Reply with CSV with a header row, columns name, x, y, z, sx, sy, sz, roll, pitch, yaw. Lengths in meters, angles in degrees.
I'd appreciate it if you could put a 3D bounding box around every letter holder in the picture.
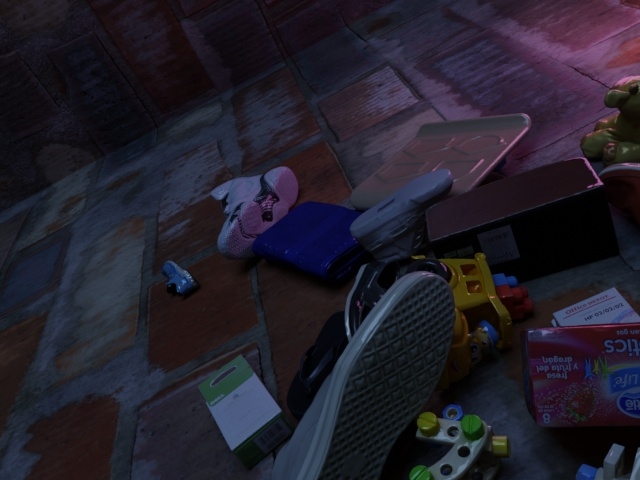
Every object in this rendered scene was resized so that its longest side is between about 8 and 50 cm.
name,x,y,z,sx,sy,sz,roll,pitch,yaw
letter holder,0.365,-0.047,1.154,0.302,0.152,0.214,-19,32,17

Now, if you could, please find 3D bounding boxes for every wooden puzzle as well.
name,x,y,z,sx,sy,sz,roll,pitch,yaw
wooden puzzle,0.285,-0.167,1.422,0.322,0.080,0.348,4,41,46

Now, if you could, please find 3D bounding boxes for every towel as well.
name,x,y,z,sx,sy,sz,roll,pitch,yaw
towel,0.000,0.000,1.459,0.228,0.076,0.308,-39,32,-27

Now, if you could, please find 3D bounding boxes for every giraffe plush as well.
name,x,y,z,sx,sy,sz,roll,pitch,yaw
giraffe plush,0.626,-0.250,1.206,0.181,0.170,0.210,-39,33,-15

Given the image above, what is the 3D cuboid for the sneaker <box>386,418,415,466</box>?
name,x,y,z,sx,sy,sz,roll,pitch,yaw
sneaker,0.123,0.276,0.992,0.089,0.051,0.170,5,51,42

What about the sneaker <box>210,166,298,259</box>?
name,x,y,z,sx,sy,sz,roll,pitch,yaw
sneaker,-0.218,-0.067,1.664,0.210,0.137,0.365,-7,34,33

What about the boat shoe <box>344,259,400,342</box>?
name,x,y,z,sx,sy,sz,roll,pitch,yaw
boat shoe,0.103,0.122,1.187,0.079,0.084,0.233,-11,34,28

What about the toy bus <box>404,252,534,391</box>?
name,x,y,z,sx,sy,sz,roll,pitch,yaw
toy bus,0.257,0.128,1.025,0.212,0.149,0.220,-7,38,6

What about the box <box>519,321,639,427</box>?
name,x,y,z,sx,sy,sz,roll,pitch,yaw
box,0.394,0.165,0.769,0.257,0.128,0.122,-5,81,13

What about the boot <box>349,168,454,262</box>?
name,x,y,z,sx,sy,sz,roll,pitch,yaw
boot,0.193,-0.042,1.266,0.258,0.123,0.095,-30,20,35

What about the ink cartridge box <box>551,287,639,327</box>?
name,x,y,z,sx,sy,sz,roll,pitch,yaw
ink cartridge box,0.428,0.142,0.919,0.104,0.061,0.181,-25,32,8

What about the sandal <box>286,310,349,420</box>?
name,x,y,z,sx,sy,sz,roll,pitch,yaw
sandal,-0.002,0.226,1.151,0.097,0.054,0.254,-8,38,31

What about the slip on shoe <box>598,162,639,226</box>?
name,x,y,z,sx,sy,sz,roll,pitch,yaw
slip on shoe,0.576,-0.035,1.007,0.101,0.123,0.331,-35,37,-1

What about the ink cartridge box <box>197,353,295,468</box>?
name,x,y,z,sx,sy,sz,roll,pitch,yaw
ink cartridge box,-0.142,0.313,1.136,0.109,0.062,0.209,-37,32,-11

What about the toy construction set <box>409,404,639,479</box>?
name,x,y,z,sx,sy,sz,roll,pitch,yaw
toy construction set,0.246,0.322,0.752,0.328,0.151,0.215,-5,38,51

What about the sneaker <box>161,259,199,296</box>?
name,x,y,z,sx,sy,sz,roll,pitch,yaw
sneaker,-0.394,0.105,1.627,0.073,0.063,0.162,-46,35,-18

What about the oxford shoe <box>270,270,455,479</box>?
name,x,y,z,sx,sy,sz,roll,pitch,yaw
oxford shoe,0.051,0.242,0.886,0.449,0.169,0.130,-64,27,0
